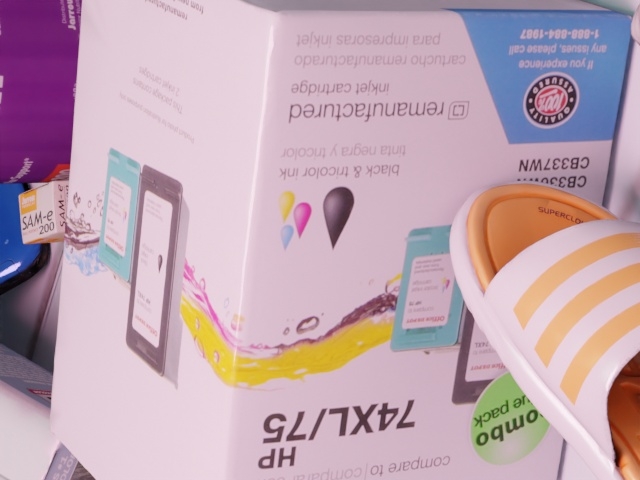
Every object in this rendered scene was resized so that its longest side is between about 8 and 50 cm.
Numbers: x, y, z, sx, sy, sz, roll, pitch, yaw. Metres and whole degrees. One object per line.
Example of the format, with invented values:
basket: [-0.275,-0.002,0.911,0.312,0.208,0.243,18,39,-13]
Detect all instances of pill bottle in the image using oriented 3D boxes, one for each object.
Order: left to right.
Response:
pill bottle: [-0.281,-0.126,1.278,0.181,0.323,0.182,9,100,60]

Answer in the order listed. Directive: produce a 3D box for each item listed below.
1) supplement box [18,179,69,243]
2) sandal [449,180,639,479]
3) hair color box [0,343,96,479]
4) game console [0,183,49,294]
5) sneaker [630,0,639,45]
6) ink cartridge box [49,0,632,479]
supplement box: [-0.146,-0.020,1.278,0.062,0.098,0.036,-15,80,60]
sandal: [0.154,0.062,0.776,0.265,0.102,0.076,58,148,27]
hair color box: [-0.324,0.140,1.388,0.374,0.113,0.185,26,93,29]
game console: [-0.345,-0.001,1.624,0.293,0.250,0.173,64,-174,33]
sneaker: [0.195,-0.002,0.721,0.129,0.111,0.297,119,143,-66]
ink cartridge box: [0.000,0.000,0.933,0.197,0.198,0.270,31,120,54]
